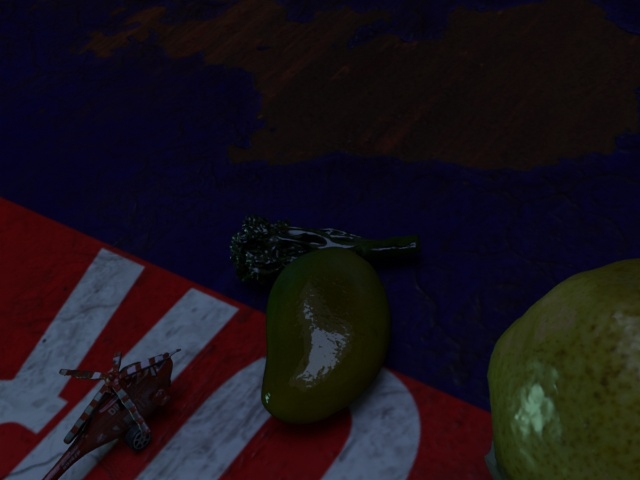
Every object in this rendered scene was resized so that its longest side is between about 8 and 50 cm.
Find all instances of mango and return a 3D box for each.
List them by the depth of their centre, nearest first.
[{"bbox_3d":[0.007,0.090,0.949,0.122,0.085,0.191,1,54,0],"label":"mango"}]

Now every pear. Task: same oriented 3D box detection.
[{"bbox_3d":[0.253,0.141,0.717,0.271,0.271,0.271,-7,43,6],"label":"pear"}]

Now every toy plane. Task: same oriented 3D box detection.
[{"bbox_3d":[-0.202,0.180,0.910,0.126,0.077,0.194,6,54,24],"label":"toy plane"}]

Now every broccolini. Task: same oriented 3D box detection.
[{"bbox_3d":[0.003,0.018,1.049,0.203,0.068,0.091,7,26,6],"label":"broccolini"}]
